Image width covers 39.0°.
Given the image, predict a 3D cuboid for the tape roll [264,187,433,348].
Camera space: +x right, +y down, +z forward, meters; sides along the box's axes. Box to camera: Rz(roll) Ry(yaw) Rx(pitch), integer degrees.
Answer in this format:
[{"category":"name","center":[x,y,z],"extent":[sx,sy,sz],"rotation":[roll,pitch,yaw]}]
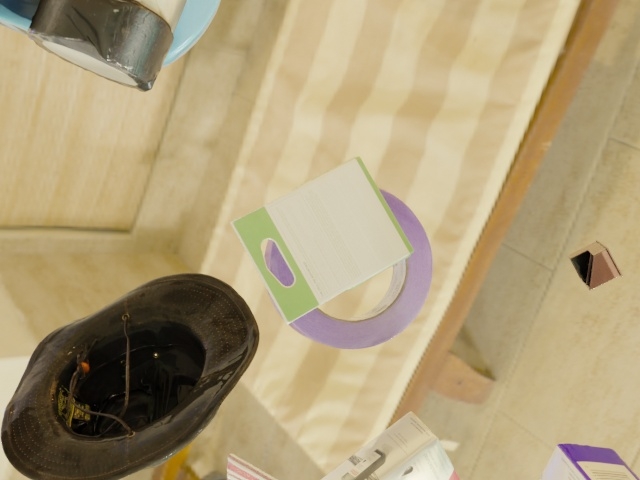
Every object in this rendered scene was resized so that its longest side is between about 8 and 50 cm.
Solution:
[{"category":"tape roll","center":[0.045,0.043,1.518],"extent":[0.090,0.275,0.274],"rotation":[158,109,-79]}]

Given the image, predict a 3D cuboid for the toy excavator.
[{"category":"toy excavator","center":[-0.303,-0.288,0.865],"extent":[0.445,0.433,0.222],"rotation":[180,111,-82]}]

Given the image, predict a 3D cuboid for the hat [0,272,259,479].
[{"category":"hat","center":[-0.215,0.198,1.119],"extent":[0.331,0.331,0.134],"rotation":[27,149,45]}]

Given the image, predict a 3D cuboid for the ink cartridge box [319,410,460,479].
[{"category":"ink cartridge box","center":[0.106,0.404,1.429],"extent":[0.158,0.218,0.092],"rotation":[62,168,-29]}]

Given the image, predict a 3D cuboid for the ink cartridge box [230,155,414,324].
[{"category":"ink cartridge box","center":[0.000,0.000,1.323],"extent":[0.171,0.235,0.056],"rotation":[61,158,2]}]

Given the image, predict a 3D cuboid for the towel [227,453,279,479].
[{"category":"towel","center":[-0.108,0.485,1.639],"extent":[0.144,0.029,0.197],"rotation":[21,125,30]}]

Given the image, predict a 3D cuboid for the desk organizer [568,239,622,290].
[{"category":"desk organizer","center":[0.404,0.036,1.336],"extent":[0.050,0.130,0.047],"rotation":[-28,90,11]}]

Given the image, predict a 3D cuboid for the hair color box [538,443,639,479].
[{"category":"hair color box","center":[0.316,0.451,1.144],"extent":[0.339,0.110,0.185],"rotation":[-68,27,20]}]
